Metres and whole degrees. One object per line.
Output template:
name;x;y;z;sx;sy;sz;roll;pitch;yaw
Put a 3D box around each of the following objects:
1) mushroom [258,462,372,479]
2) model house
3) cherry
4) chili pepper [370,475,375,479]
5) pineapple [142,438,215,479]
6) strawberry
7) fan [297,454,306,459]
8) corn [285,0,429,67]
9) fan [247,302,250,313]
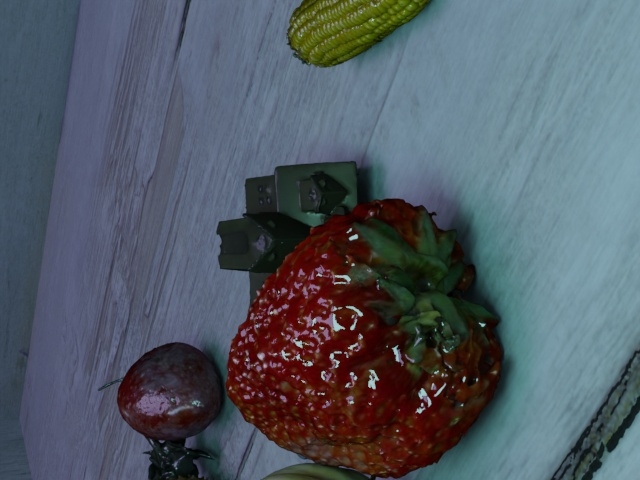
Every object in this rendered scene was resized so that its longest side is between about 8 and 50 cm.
mushroom;0.030;0.434;1.469;0.353;0.325;0.353;32;130;48
model house;0.000;0.000;1.689;0.243;0.204;0.211;-5;88;49
cherry;-0.275;0.289;2.326;0.249;0.192;0.175;3;113;57
chili pepper;0.037;0.251;1.768;0.063;0.071;0.272;55;-176;-37
pineapple;-0.267;0.456;2.373;0.364;0.165;0.166;-123;38;-53
strawberry;0.030;0.136;1.466;0.351;0.267;0.312;-29;77;31
fan;-0.031;0.207;1.966;0.057;0.023;0.282;-166;73;-67
corn;0.046;-0.300;1.628;0.318;0.115;0.115;163;103;-65
fan;-0.098;0.139;2.123;0.152;0.008;0.227;-123;37;-51
